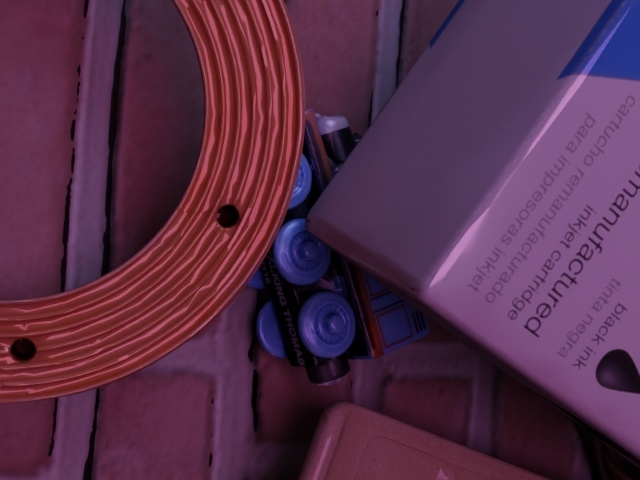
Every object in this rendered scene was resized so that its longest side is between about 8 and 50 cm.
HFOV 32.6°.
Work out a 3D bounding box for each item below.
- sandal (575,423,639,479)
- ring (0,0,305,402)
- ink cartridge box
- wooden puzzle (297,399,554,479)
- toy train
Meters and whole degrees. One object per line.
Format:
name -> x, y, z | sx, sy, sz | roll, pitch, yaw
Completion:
sandal -> 0.262, 0.170, 0.862 | 0.090, 0.060, 0.219 | -31, 106, -23
ring -> -0.175, -0.076, 0.618 | 0.336, 0.032, 0.337 | 0, 92, -12
ink cartridge box -> 0.239, -0.005, 0.685 | 0.395, 0.166, 0.285 | 35, 89, -27
wooden puzzle -> 0.074, 0.307, 0.764 | 0.348, 0.080, 0.322 | 25, 81, -28
toy train -> 0.000, 0.000, 0.719 | 0.105, 0.080, 0.184 | -20, 96, -33
